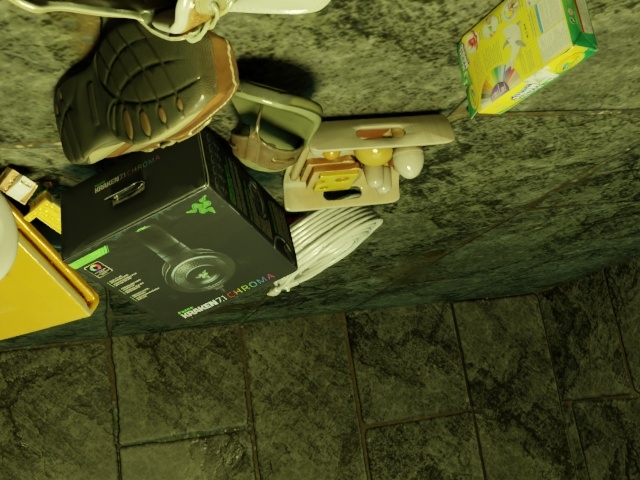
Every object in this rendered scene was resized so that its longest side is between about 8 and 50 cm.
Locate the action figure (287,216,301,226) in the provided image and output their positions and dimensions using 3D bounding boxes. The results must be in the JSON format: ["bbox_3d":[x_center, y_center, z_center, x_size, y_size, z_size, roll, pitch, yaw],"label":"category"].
[{"bbox_3d":[-0.059,-0.031,1.558,0.038,0.030,0.115,-2,164,-7],"label":"action figure"}]

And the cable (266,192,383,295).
[{"bbox_3d":[0.000,0.000,1.445,0.257,0.089,0.257,-28,170,-23],"label":"cable"}]

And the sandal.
[{"bbox_3d":[-0.068,-0.131,0.948,0.120,0.086,0.303,15,167,-1],"label":"sandal"}]

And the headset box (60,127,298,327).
[{"bbox_3d":[-0.211,-0.017,1.066,0.246,0.131,0.283,-25,144,13],"label":"headset box"}]

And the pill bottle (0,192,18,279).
[{"bbox_3d":[-0.606,0.020,1.019,0.323,0.181,0.181,-17,164,27],"label":"pill bottle"}]

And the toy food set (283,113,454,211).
[{"bbox_3d":[0.065,-0.111,1.161,0.220,0.092,0.306,-6,166,-12],"label":"toy food set"}]

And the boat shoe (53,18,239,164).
[{"bbox_3d":[-0.179,-0.158,0.768,0.120,0.122,0.324,-11,-175,-39],"label":"boat shoe"}]

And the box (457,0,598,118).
[{"bbox_3d":[0.222,-0.216,0.802,0.043,0.105,0.179,0,165,-28],"label":"box"}]

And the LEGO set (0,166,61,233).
[{"bbox_3d":[-0.379,-0.065,1.148,0.287,0.107,0.132,5,127,-31],"label":"LEGO set"}]

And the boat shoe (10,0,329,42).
[{"bbox_3d":[-0.117,-0.218,0.588,0.302,0.103,0.113,-1,165,-29],"label":"boat shoe"}]

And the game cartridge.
[{"bbox_3d":[-0.583,0.052,1.203,0.324,0.052,0.285,-14,127,27],"label":"game cartridge"}]

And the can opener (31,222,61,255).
[{"bbox_3d":[-0.529,0.020,1.326,0.284,0.095,0.076,11,158,-37],"label":"can opener"}]
